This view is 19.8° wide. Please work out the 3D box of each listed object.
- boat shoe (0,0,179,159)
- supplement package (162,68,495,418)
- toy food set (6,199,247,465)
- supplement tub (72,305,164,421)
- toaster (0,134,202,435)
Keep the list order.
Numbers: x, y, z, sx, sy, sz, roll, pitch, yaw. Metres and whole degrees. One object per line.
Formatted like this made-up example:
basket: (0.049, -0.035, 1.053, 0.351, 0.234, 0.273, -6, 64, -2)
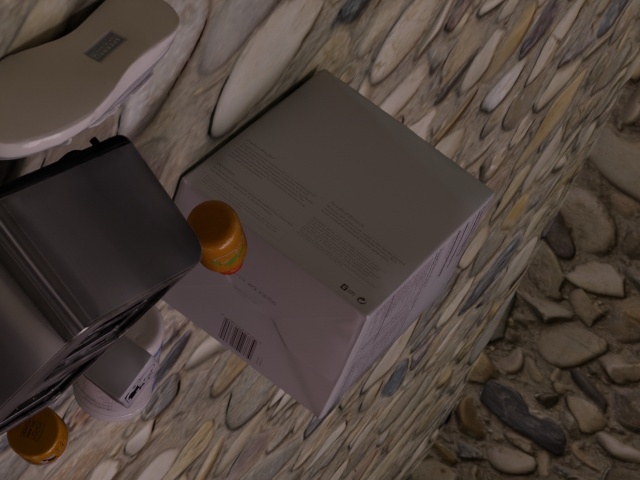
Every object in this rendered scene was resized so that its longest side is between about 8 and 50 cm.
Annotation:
boat shoe: (-0.153, -0.090, 1.113, 0.184, 0.066, 0.063, -54, 170, -48)
supplement package: (0.000, 0.000, 1.564, 0.203, 0.194, 0.149, -41, 163, -41)
toy food set: (-0.156, 0.062, 1.357, 0.232, 0.111, 0.104, -54, 167, -10)
supplement tub: (-0.166, 0.095, 1.501, 0.071, 0.071, 0.107, -46, 165, -30)
toaster: (-0.183, 0.034, 1.125, 0.168, 0.110, 0.185, -44, 174, 31)
